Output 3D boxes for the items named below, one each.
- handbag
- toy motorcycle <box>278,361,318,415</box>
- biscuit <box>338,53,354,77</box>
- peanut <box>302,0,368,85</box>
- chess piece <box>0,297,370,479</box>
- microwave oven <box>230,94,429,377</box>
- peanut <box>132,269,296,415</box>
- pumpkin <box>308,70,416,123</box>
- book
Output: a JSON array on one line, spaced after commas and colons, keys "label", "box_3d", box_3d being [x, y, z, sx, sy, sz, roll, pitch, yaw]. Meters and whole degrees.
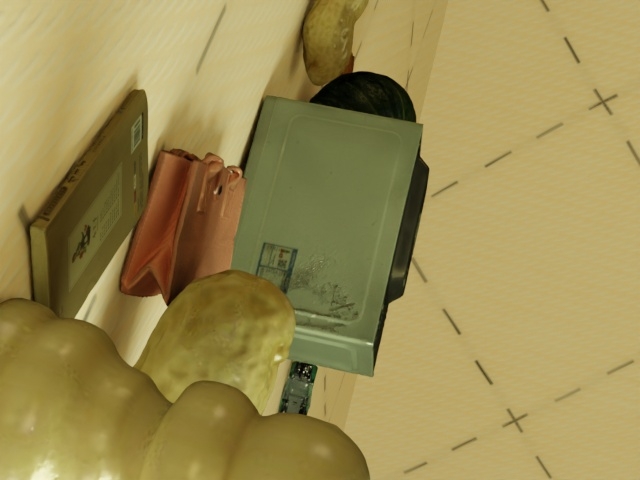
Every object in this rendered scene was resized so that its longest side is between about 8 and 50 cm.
[{"label": "handbag", "box_3d": [-0.131, -0.011, 1.217, 0.212, 0.059, 0.157, 15, 91, -81]}, {"label": "toy motorcycle", "box_3d": [-0.041, 0.287, 2.314, 0.100, 0.058, 0.173, -73, 176, -65]}, {"label": "biscuit", "box_3d": [0.034, -0.258, 1.959, 0.102, 0.019, 0.130, 98, 11, -46]}, {"label": "peanut", "box_3d": [0.019, -0.300, 1.608, 0.082, 0.082, 0.187, 47, 59, -80]}, {"label": "chess piece", "box_3d": [-0.111, 0.159, 0.855, 0.167, 0.299, 0.167, 17, 90, -82]}, {"label": "microwave oven", "box_3d": [0.000, 0.000, 1.504, 0.181, 0.237, 0.295, 85, 18, -69]}, {"label": "peanut", "box_3d": [-0.138, 0.166, 1.108, 0.313, 0.152, 0.152, -57, 172, 3]}, {"label": "pumpkin", "box_3d": [0.045, -0.155, 1.775, 0.211, 0.152, 0.212, -27, 136, -29]}, {"label": "book", "box_3d": [-0.188, -0.020, 0.987, 0.199, 0.016, 0.138, -65, 168, -48]}]
